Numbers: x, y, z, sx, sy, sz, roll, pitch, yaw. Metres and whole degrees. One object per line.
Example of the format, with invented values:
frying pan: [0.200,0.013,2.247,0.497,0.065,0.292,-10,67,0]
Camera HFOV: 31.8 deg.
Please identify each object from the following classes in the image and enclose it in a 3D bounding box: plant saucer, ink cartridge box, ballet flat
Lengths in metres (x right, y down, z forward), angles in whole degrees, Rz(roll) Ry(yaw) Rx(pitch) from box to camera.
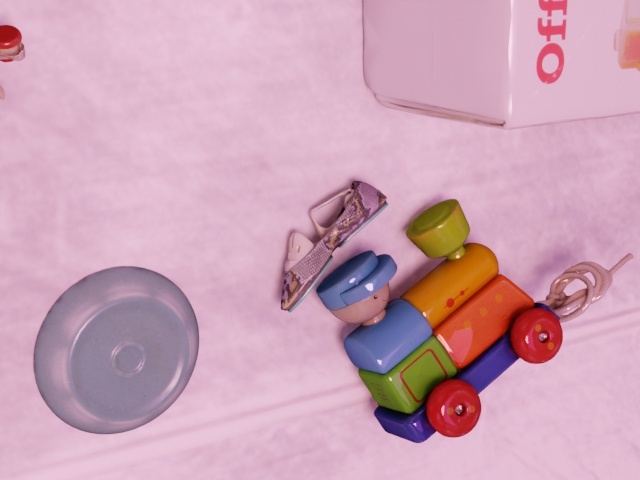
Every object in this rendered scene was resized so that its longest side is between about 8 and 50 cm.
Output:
plant saucer: [-0.132,0.078,0.760,0.119,0.021,0.119,-8,107,-30]
ink cartridge box: [0.233,-0.240,0.821,0.384,0.160,0.279,-10,107,-29]
ballet flat: [0.000,0.000,0.817,0.114,0.041,0.041,-48,121,-13]

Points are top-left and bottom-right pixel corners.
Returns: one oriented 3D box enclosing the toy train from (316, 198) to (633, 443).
toy train: [0.121,0.027,0.864,0.248,0.105,0.143,-38,105,-18]

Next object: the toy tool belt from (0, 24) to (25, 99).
toy tool belt: [-0.213,-0.093,0.659,0.083,0.052,0.051,-22,144,-22]
